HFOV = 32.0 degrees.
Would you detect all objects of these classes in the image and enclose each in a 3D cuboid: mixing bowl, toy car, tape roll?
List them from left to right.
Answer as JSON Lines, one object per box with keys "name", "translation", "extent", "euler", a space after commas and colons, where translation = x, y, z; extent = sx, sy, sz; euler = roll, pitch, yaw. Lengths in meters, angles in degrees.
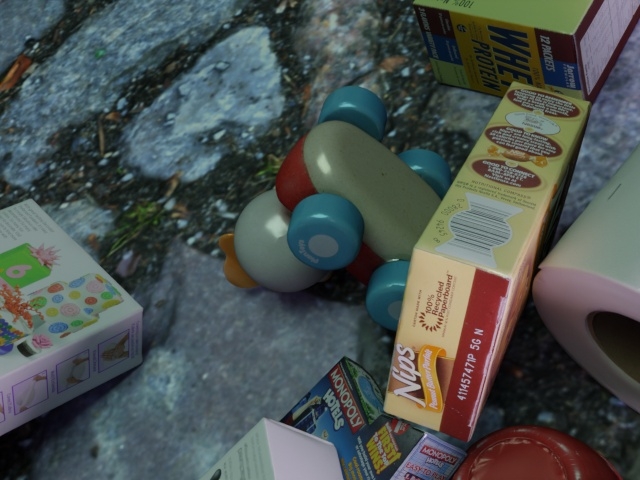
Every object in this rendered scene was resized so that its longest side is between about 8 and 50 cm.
{"name": "toy car", "translation": [0.000, 0.000, 1.197], "extent": [0.238, 0.210, 0.219], "euler": [-32, 29, 35]}
{"name": "mixing bowl", "translation": [0.181, 0.232, 0.979], "extent": [0.181, 0.098, 0.181], "euler": [-10, 54, 14]}
{"name": "tape roll", "translation": [0.330, 0.045, 0.961], "extent": [0.246, 0.246, 0.169], "euler": [31, 71, 35]}

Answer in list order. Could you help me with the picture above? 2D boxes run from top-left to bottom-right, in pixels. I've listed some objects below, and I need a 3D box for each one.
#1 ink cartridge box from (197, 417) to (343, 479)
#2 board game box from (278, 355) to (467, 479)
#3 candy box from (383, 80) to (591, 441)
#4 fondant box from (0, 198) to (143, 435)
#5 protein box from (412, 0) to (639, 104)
{"name": "ink cartridge box", "translation": [-0.072, 0.288, 0.971], "extent": [0.219, 0.092, 0.160], "euler": [-46, 36, 24]}
{"name": "board game box", "translation": [0.035, 0.211, 1.028], "extent": [0.194, 0.060, 0.194], "euler": [-46, 36, 19]}
{"name": "candy box", "translation": [0.157, 0.007, 1.016], "extent": [0.087, 0.183, 0.316], "euler": [19, 38, 15]}
{"name": "fondant box", "translation": [-0.392, 0.103, 1.203], "extent": [0.330, 0.096, 0.238], "euler": [-27, 50, -33]}
{"name": "protein box", "translation": [0.251, -0.281, 1.295], "extent": [0.200, 0.136, 0.201], "euler": [19, 64, 30]}
